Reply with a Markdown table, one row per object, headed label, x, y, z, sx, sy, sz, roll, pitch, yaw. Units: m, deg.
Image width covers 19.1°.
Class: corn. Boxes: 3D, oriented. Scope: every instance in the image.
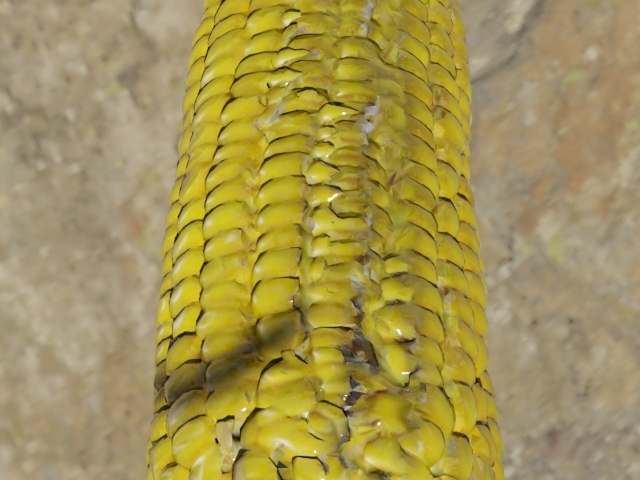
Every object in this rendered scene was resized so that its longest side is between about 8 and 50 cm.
| label | x | y | z | sx | sy | sz | roll | pitch | yaw |
| --- | --- | --- | --- | --- | --- | --- | --- | --- | --- |
| corn | 0.000 | 0.000 | 0.622 | 0.115 | 0.317 | 0.115 | -1 | 142 | 0 |
